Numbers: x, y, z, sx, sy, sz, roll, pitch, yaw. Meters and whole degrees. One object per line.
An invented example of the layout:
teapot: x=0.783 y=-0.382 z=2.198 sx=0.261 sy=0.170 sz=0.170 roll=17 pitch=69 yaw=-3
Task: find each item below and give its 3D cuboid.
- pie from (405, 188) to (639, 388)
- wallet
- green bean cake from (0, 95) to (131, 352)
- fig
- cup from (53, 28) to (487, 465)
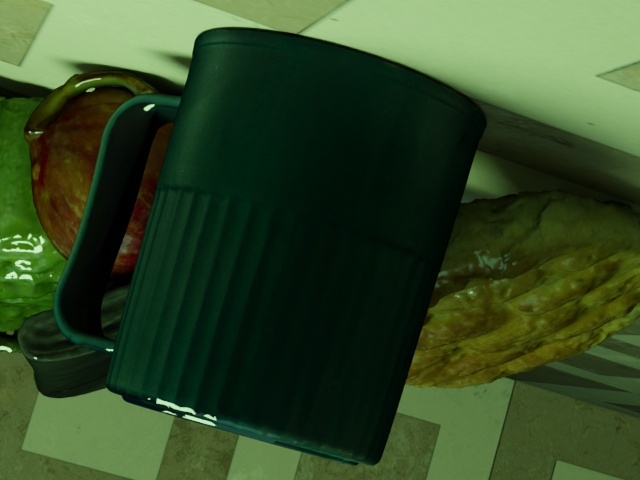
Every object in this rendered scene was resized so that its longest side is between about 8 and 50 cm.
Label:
pie: x=0.165 y=0.050 z=1.435 sx=0.339 sy=0.083 sz=0.339 roll=-12 pitch=156 yaw=-5
wallet: x=-0.193 y=0.098 z=1.615 sx=0.228 sy=0.062 sz=0.406 roll=-16 pitch=173 yaw=-10
green bean cake: x=-0.360 y=-0.012 z=1.748 sx=0.335 sy=0.218 sz=0.319 roll=-3 pitch=160 yaw=8
fig: x=-0.191 y=-0.068 z=1.479 sx=0.205 sy=0.205 sz=0.205 roll=16 pitch=173 yaw=2
cup: x=-0.052 y=0.004 z=1.225 sx=0.308 sy=0.292 sz=0.242 roll=15 pitch=173 yaw=0
